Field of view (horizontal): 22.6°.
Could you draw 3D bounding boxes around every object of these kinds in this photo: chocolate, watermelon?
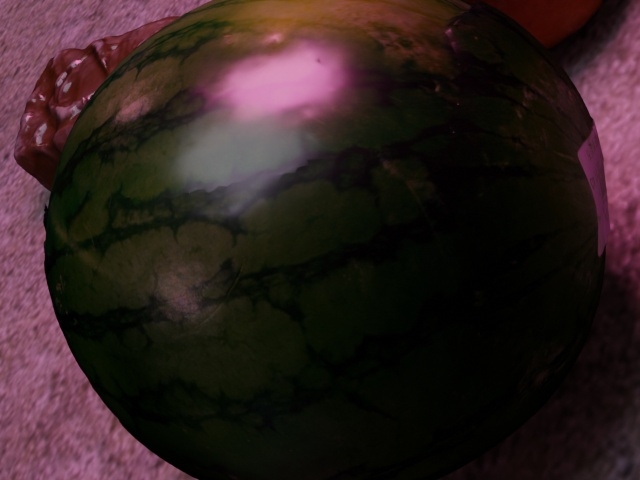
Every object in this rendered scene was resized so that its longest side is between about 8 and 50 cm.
[{"bbox_3d":[-0.190,-0.131,1.532,0.214,0.093,0.148,-16,48,37],"label":"chocolate"},{"bbox_3d":[0.000,0.000,1.005,0.363,0.363,0.363,-28,40,27],"label":"watermelon"}]

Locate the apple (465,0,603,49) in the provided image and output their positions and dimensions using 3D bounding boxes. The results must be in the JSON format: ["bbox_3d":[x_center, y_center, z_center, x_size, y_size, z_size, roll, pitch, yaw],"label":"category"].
[{"bbox_3d":[0.117,-0.246,1.214,0.218,0.201,0.218,-31,39,29],"label":"apple"}]
